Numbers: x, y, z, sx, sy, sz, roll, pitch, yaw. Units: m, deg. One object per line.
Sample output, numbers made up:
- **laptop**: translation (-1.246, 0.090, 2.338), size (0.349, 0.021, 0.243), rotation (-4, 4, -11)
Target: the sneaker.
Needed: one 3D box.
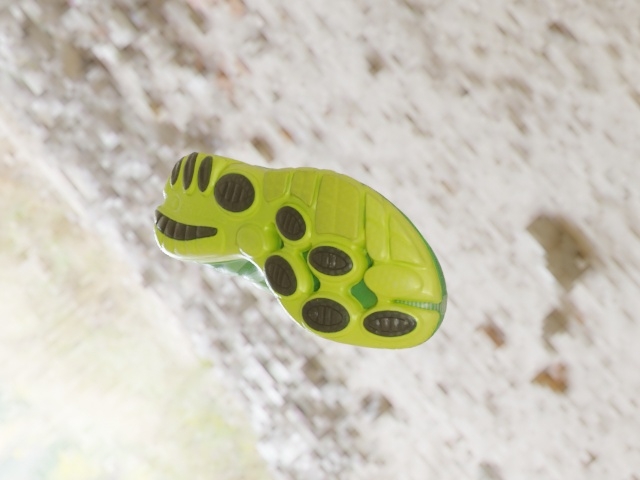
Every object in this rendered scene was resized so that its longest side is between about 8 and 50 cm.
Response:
- **sneaker**: translation (0.000, 0.000, 1.256), size (0.123, 0.109, 0.295), rotation (12, -172, -39)
